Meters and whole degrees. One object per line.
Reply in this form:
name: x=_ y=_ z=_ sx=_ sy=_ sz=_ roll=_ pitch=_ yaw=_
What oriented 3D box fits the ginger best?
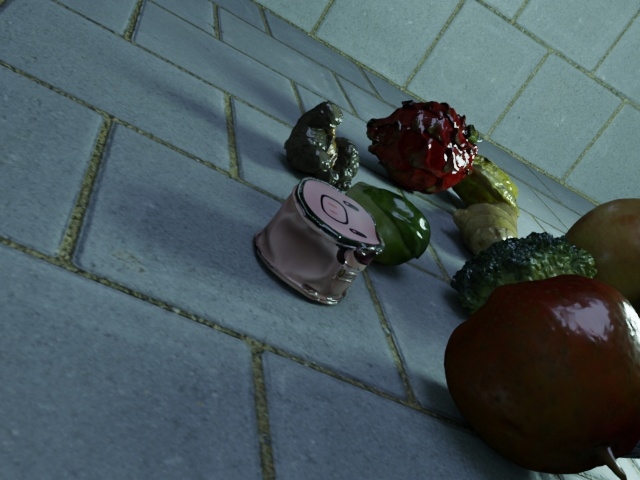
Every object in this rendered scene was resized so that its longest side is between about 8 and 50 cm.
ginger: x=0.426 y=-0.028 z=1.881 sx=0.190 sy=0.126 sz=0.354 roll=28 pitch=16 yaw=13

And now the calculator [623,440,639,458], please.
calculator: x=0.451 y=0.289 z=1.208 sx=0.165 sy=0.028 sz=0.274 roll=-1 pitch=8 yaw=21

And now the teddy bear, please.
teddy bear: x=0.012 y=-0.189 z=1.623 sx=0.190 sy=0.140 sz=0.177 roll=28 pitch=61 yaw=-42

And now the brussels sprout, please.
brussels sprout: x=0.118 y=-0.028 z=1.393 sx=0.183 sy=0.131 sz=0.145 roll=34 pitch=15 yaw=-14

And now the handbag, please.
handbag: x=0.001 y=-0.001 z=1.178 sx=0.179 sy=0.116 sz=0.205 roll=29 pitch=20 yaw=-17

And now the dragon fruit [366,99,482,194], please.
dragon fruit: x=0.260 y=-0.247 z=1.955 sx=0.298 sy=0.244 sz=0.244 roll=20 pitch=20 yaw=4

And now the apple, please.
apple: x=0.658 y=0.106 z=1.551 sx=0.391 sy=0.391 sz=0.346 roll=37 pitch=25 yaw=8

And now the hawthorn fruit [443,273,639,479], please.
hawthorn fruit: x=0.323 y=0.202 z=1.025 sx=0.277 sy=0.277 sz=0.298 roll=16 pitch=36 yaw=-40

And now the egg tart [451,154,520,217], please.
egg tart: x=0.454 y=-0.159 z=2.115 sx=0.279 sy=0.095 sz=0.279 roll=42 pitch=-8 yaw=7

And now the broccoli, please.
broccoli: x=0.401 y=0.110 z=1.454 sx=0.247 sy=0.263 sz=0.243 roll=92 pitch=-23 yaw=-79
